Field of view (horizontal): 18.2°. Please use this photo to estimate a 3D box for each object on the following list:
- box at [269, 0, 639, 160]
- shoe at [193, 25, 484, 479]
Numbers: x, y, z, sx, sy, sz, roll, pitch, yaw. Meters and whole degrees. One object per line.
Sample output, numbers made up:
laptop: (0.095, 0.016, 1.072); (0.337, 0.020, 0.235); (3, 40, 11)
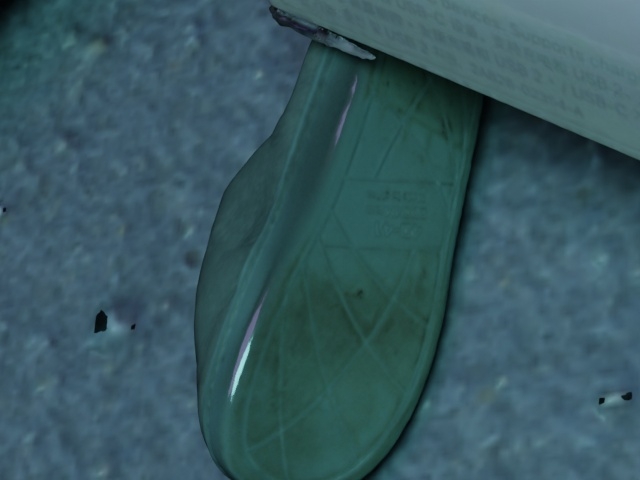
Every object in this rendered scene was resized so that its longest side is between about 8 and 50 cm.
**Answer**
box: (0.123, -0.130, 0.649); (0.251, 0.106, 0.203); (28, 57, 35)
shoe: (0.000, 0.000, 0.721); (0.078, 0.079, 0.195); (-5, 63, 56)
